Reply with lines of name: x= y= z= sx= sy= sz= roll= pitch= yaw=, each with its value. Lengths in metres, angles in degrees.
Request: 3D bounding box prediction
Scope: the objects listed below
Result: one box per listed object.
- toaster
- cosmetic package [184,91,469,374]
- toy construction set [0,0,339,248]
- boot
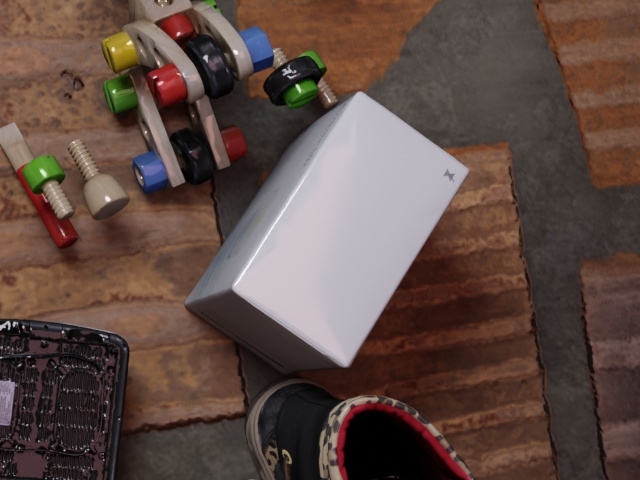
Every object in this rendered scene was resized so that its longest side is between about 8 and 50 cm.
toaster: x=-0.274 y=0.153 z=1.552 sx=0.168 sy=0.110 sz=0.185 roll=7 pitch=83 yaw=-16
cosmetic package: x=0.000 y=0.000 z=1.589 sx=0.138 sy=0.225 sz=0.224 roll=35 pitch=75 yaw=-11
toy construction set: x=-0.187 y=-0.173 z=1.587 sx=0.309 sy=0.257 sz=0.237 roll=-33 pitch=76 yaw=5
boot: x=0.077 y=0.294 z=1.550 sx=0.138 sy=0.284 sz=0.377 roll=-28 pitch=92 yaw=-17
